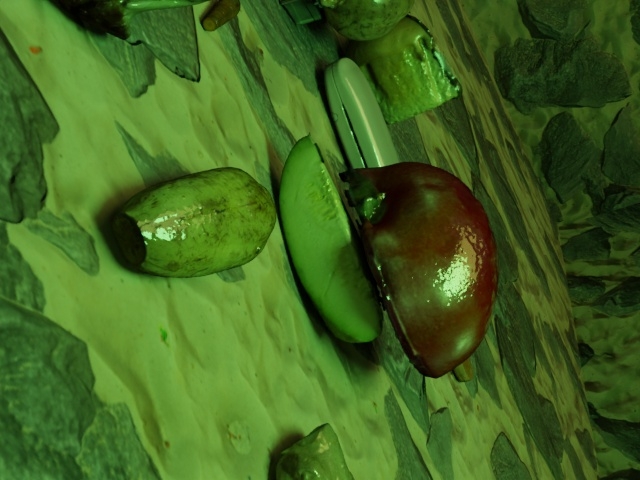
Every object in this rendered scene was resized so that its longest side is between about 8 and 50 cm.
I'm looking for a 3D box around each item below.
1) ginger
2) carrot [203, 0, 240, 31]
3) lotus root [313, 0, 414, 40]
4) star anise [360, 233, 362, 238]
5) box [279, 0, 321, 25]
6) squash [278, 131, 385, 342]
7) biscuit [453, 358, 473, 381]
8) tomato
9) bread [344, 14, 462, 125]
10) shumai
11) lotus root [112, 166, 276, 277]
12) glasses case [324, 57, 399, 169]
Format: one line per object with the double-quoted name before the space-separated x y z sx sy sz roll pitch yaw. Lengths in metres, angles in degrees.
"ginger" 0.014 0.321 0.937 0.137 0.074 0.213 -1 70 -57
"carrot" -0.136 -0.311 1.127 0.032 0.032 0.093 61 29 -25
"lotus root" 0.090 -0.430 1.430 0.140 0.154 0.257 44 37 14
"star anise" 0.099 0.007 1.386 0.124 0.056 0.129 46 49 -51
"box" -0.031 -0.421 1.421 0.063 0.060 0.084 59 24 -47
"squash" 0.000 0.000 1.117 0.169 0.093 0.252 -92 158 -65
"biscuit" 0.273 0.167 1.703 0.165 0.036 0.250 48 36 -45
"tomato" 0.168 0.025 1.199 0.335 0.176 0.289 -103 170 -51
"bread" 0.135 -0.339 1.610 0.204 0.163 0.262 64 -18 -16
"shumai" -0.195 -0.269 0.847 0.201 0.120 0.201 25 12 -6
"lotus root" -0.117 -0.018 0.866 0.258 0.097 0.110 -22 96 -64
"glasses case" 0.082 -0.182 1.472 0.296 0.075 0.113 68 24 -6
